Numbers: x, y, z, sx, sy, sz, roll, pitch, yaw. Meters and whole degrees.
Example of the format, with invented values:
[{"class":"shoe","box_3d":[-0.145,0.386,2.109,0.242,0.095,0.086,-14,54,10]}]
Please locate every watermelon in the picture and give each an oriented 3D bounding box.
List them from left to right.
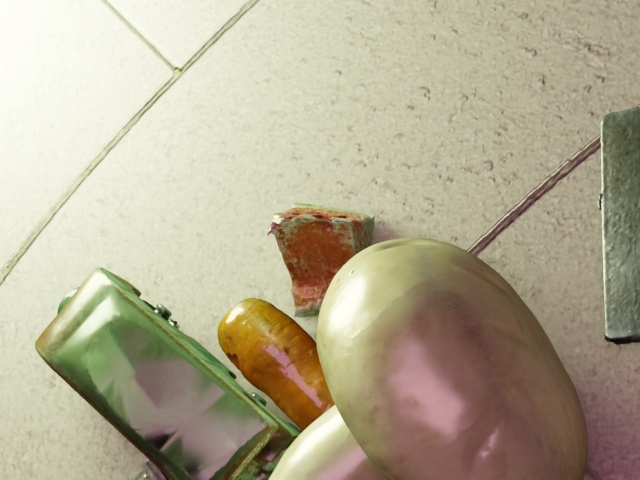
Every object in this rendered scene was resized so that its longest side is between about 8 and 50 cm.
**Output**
[{"class":"watermelon","box_3d":[0.003,-0.012,1.436,0.098,0.158,0.121,-6,49,12]}]

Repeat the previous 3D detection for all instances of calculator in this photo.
[{"class":"calculator","box_3d":[0.359,-0.027,1.367,0.161,0.021,0.261,-9,69,36]}]

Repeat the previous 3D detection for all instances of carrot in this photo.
[{"class":"carrot","box_3d":[-0.027,0.141,1.427,0.193,0.087,0.087,42,89,19]}]

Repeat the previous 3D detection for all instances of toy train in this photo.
[{"class":"toy train","box_3d":[-0.168,0.155,1.419,0.326,0.159,0.129,39,87,19]}]

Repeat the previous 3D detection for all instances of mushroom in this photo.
[{"class":"mushroom","box_3d":[0.111,0.166,1.252,0.315,0.315,0.356,17,53,16]}]

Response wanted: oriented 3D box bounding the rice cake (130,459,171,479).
[{"class":"rice cake","box_3d":[-0.250,0.349,1.451,0.270,0.049,0.055,-51,50,-2]}]
